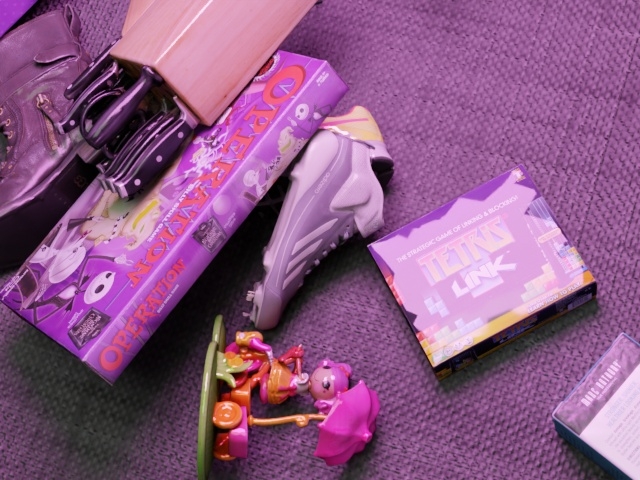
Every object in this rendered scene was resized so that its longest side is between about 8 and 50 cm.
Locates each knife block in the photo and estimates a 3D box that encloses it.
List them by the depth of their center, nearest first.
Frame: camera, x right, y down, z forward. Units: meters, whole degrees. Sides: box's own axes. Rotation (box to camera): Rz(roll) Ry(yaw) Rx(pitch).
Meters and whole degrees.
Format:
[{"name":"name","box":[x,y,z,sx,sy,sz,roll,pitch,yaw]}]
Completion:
[{"name":"knife block","box":[-0.116,-0.169,1.272,0.275,0.088,0.242,-24,40,25]}]

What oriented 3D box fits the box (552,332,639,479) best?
[{"name":"box","box":[0.324,0.195,1.160,0.244,0.060,0.100,39,80,24]}]

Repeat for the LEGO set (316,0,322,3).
[{"name":"LEGO set","box":[0.002,-0.383,1.404,0.331,0.192,0.255,1,68,13]}]

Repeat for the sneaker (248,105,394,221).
[{"name":"sneaker","box":[-0.034,-0.083,1.356,0.208,0.081,0.094,-9,58,3]}]

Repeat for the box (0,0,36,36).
[{"name":"box","box":[-0.380,-0.310,1.507,0.293,0.057,0.201,-47,50,-9]}]

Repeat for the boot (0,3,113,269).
[{"name":"boot","box":[-0.317,-0.111,1.431,0.263,0.091,0.229,-37,59,-9]}]

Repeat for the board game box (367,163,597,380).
[{"name":"board game box","box":[0.151,0.029,1.277,0.170,0.048,0.141,-29,66,0]}]

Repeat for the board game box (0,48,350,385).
[{"name":"board game box","box":[-0.144,-0.042,1.282,0.347,0.056,0.208,-52,40,-12]}]

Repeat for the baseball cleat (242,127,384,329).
[{"name":"baseball cleat","box":[0.000,0.000,1.284,0.109,0.072,0.206,15,109,-7]}]

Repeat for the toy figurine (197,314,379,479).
[{"name":"toy figurine","box":[-0.025,0.146,1.251,0.159,0.130,0.173,4,43,0]}]
